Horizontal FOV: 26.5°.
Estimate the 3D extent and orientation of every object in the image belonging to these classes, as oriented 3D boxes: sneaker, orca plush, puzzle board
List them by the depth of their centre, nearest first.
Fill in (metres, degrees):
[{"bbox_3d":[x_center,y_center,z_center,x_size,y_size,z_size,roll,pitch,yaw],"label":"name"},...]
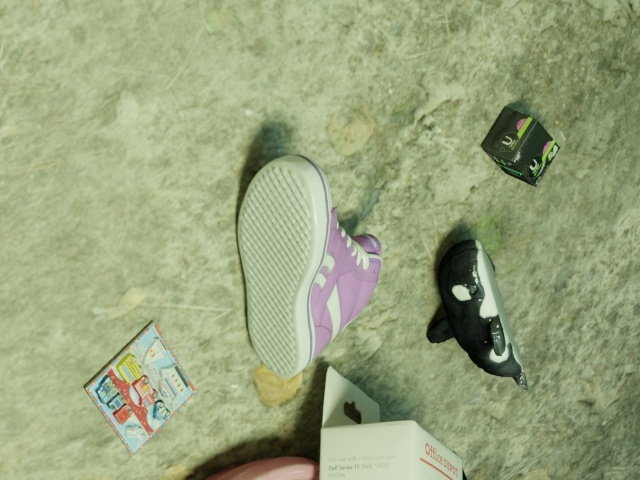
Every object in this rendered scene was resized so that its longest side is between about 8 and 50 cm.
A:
[{"bbox_3d":[-0.180,0.153,1.389,0.096,0.011,0.128,-45,141,-19],"label":"puzzle board"},{"bbox_3d":[-0.001,0.000,1.433,0.161,0.102,0.282,-35,148,-34],"label":"sneaker"},{"bbox_3d":[0.187,0.102,1.752,0.287,0.102,0.151,53,27,-61],"label":"orca plush"}]

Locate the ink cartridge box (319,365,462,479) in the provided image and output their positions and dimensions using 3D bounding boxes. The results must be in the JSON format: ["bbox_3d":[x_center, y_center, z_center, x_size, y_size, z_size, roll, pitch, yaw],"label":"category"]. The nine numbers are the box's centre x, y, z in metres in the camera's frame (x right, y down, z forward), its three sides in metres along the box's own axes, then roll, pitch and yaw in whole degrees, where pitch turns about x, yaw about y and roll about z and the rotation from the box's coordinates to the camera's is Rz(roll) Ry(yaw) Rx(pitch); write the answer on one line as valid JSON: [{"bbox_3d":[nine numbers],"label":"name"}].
[{"bbox_3d":[0.085,0.334,1.571,0.207,0.119,0.354,44,44,-60],"label":"ink cartridge box"}]

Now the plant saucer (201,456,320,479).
[{"bbox_3d":[-0.107,0.388,1.574,0.332,0.084,0.332,-28,133,-34],"label":"plant saucer"}]

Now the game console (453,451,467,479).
[{"bbox_3d":[0.153,0.373,1.926,0.122,0.071,0.107,-32,165,-31],"label":"game console"}]

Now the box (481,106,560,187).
[{"bbox_3d":[0.246,-0.115,1.671,0.062,0.052,0.083,-58,143,-4],"label":"box"}]
